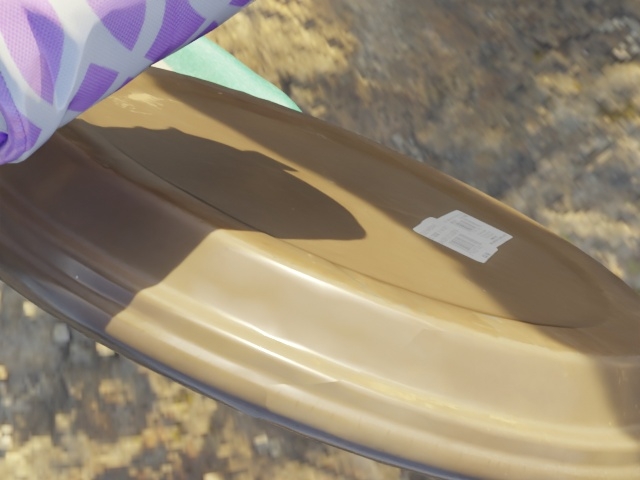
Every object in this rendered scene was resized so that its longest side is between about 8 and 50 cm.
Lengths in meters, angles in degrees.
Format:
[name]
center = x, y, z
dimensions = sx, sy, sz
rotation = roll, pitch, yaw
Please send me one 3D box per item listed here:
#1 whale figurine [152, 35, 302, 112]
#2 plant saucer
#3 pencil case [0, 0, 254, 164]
[whale figurine]
center = -0.095, -0.086, 1.095
dimensions = 0.141, 0.216, 0.272
rotation = -55, 135, -32
[plant saucer]
center = 0.000, 0.000, 0.573
dimensions = 0.278, 0.278, 0.041
rotation = 19, 103, -17
[pencil case]
center = -0.030, -0.105, 0.439
dimensions = 0.206, 0.086, 0.088
rotation = -39, 92, -25
